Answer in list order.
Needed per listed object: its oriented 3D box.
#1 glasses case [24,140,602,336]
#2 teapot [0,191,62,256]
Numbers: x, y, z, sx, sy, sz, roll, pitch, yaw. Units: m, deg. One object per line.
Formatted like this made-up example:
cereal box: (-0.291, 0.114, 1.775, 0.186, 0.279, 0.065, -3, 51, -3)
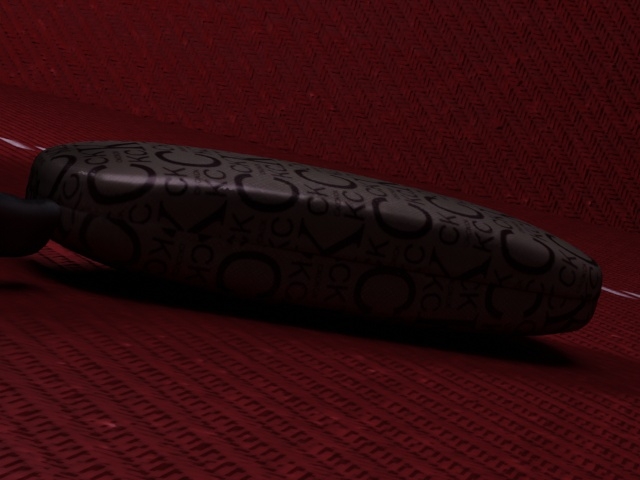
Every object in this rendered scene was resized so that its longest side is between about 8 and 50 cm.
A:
glasses case: (0.000, 0.000, 1.024, 0.355, 0.085, 0.137, 11, 8, -20)
teapot: (-0.309, -0.080, 0.890, 0.223, 0.305, 0.285, -28, 1, 20)
